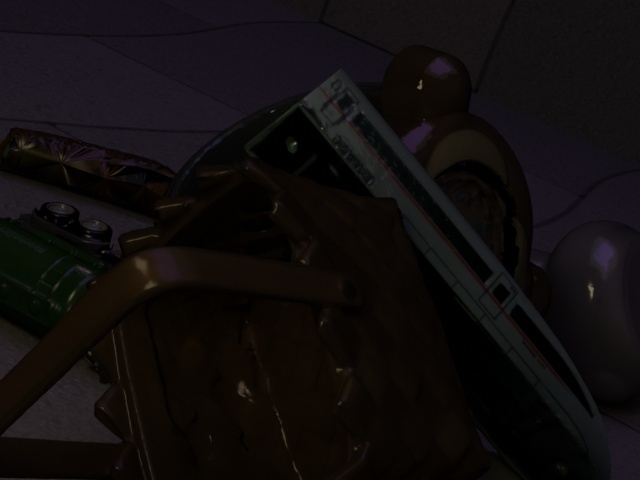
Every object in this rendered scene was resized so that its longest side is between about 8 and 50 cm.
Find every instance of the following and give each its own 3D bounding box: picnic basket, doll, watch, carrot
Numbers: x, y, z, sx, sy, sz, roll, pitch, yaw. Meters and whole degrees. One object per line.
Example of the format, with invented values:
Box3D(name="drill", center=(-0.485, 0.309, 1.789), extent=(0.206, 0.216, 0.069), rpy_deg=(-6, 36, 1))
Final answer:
Box3D(name="picnic basket", center=(-0.072, 0.095, 1.237), extent=(0.321, 0.254, 0.291), rpy_deg=(7, 53, -43))
Box3D(name="doll", center=(0.286, 0.084, 1.981), extent=(0.251, 0.221, 0.221), rpy_deg=(36, 1, -44))
Box3D(name="watch", center=(0.000, 0.000, 1.633), extent=(0.326, 0.314, 0.335), rpy_deg=(8, 44, 43))
Box3D(name="carrot", center=(-0.267, -0.081, 2.027), extent=(0.228, 0.069, 0.069), rpy_deg=(16, 16, -8))

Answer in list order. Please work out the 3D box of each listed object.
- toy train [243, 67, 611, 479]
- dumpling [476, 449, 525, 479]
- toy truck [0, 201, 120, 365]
Box3D(name="toy train", center=(0.108, 0.045, 1.407), extent=(0.407, 0.086, 0.088), rpy_deg=(51, 45, -4))
Box3D(name="dumpling", center=(0.143, 0.229, 1.457), extent=(0.150, 0.092, 0.176), rpy_deg=(28, 7, -27))
Box3D(name="toy truck", center=(-0.228, 0.046, 1.591), extent=(0.242, 0.101, 0.125), rpy_deg=(24, 21, 25))
